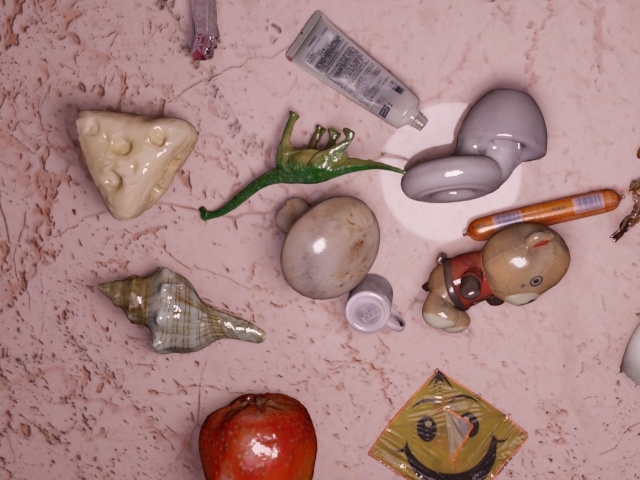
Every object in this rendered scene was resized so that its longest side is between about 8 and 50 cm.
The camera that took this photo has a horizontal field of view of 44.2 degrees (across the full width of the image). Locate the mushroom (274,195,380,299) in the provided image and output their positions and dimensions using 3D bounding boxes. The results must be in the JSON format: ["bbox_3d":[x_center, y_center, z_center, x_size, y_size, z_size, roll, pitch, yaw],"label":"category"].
[{"bbox_3d":[0.000,0.000,1.712,0.244,0.243,0.243,1,101,7],"label":"mushroom"}]

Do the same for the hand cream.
[{"bbox_3d":[0.089,-0.346,1.696,0.341,0.078,0.124,38,104,7],"label":"hand cream"}]

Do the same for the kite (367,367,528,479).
[{"bbox_3d":[0.293,0.455,1.844,0.378,0.013,0.327,-6,100,10],"label":"kite"}]

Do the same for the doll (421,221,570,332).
[{"bbox_3d":[0.365,0.073,1.677,0.330,0.235,0.174,-25,63,18],"label":"doll"}]

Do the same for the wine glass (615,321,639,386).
[{"bbox_3d":[0.769,0.171,1.644,0.191,0.190,0.356,19,100,3],"label":"wine glass"}]

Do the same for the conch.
[{"bbox_3d":[-0.328,0.185,1.797,0.386,0.169,0.203,31,128,2],"label":"conch"}]

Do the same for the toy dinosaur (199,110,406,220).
[{"bbox_3d":[-0.054,-0.117,1.697,0.447,0.087,0.300,23,86,33],"label":"toy dinosaur"}]

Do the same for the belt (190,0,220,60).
[{"bbox_3d":[-0.251,-0.506,1.700,0.053,0.071,0.231,2,98,14],"label":"belt"}]

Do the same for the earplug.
[{"bbox_3d":[0.317,-0.178,1.631,0.326,0.214,0.175,-36,76,7],"label":"earplug"}]

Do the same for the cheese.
[{"bbox_3d":[-0.397,-0.165,1.734,0.252,0.173,0.247,0,100,2],"label":"cheese"}]

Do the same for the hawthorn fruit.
[{"bbox_3d":[-0.129,0.509,1.766,0.287,0.287,0.330,-5,94,8],"label":"hawthorn fruit"}]

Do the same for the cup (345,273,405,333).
[{"bbox_3d":[0.127,0.141,1.743,0.136,0.133,0.099,10,105,6],"label":"cup"}]

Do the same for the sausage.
[{"bbox_3d":[0.478,-0.055,1.701,0.348,0.053,0.053,-14,99,9],"label":"sausage"}]

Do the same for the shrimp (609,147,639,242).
[{"bbox_3d":[0.676,-0.115,1.661,0.262,0.066,0.117,-44,78,-1],"label":"shrimp"}]
